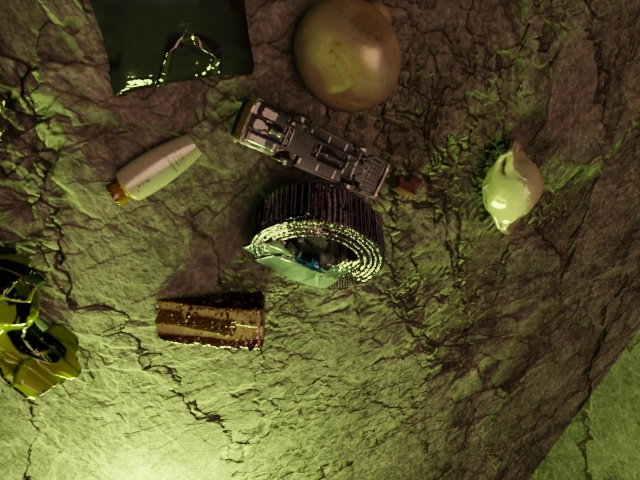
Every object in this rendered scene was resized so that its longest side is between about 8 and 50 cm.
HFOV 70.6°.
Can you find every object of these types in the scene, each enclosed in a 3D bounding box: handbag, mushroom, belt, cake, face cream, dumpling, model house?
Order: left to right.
[{"bbox_3d":[-0.310,-0.132,0.845,0.182,0.051,0.072,-34,130,-5],"label":"face cream"},{"bbox_3d":[-0.230,-0.343,0.727,0.255,0.088,0.211,-16,143,-20],"label":"handbag"},{"bbox_3d":[-0.244,0.176,1.061,0.246,0.135,0.112,4,105,4],"label":"cake"},{"bbox_3d":[0.000,0.000,0.978,0.260,0.122,0.325,-21,145,29],"label":"belt"},{"bbox_3d":[0.046,-0.351,0.838,0.207,0.209,0.206,-2,142,-1],"label":"mushroom"},{"bbox_3d":[0.210,-0.136,1.094,0.083,0.058,0.057,24,105,-34],"label":"model house"},{"bbox_3d":[0.513,-0.148,1.197,0.193,0.147,0.257,-40,128,-41],"label":"dumpling"}]

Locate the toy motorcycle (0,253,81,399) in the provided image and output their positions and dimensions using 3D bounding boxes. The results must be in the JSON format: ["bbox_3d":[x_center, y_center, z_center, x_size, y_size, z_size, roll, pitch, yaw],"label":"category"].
[{"bbox_3d":[-0.565,0.144,0.825,0.206,0.142,0.342,-2,127,19],"label":"toy motorcycle"}]

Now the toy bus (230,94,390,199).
[{"bbox_3d":[-0.013,-0.183,0.909,0.343,0.138,0.097,18,102,-34],"label":"toy bus"}]

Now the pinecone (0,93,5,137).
[{"bbox_3d":[-0.542,-0.188,0.611,0.222,0.221,0.221,-12,122,-20],"label":"pinecone"}]
